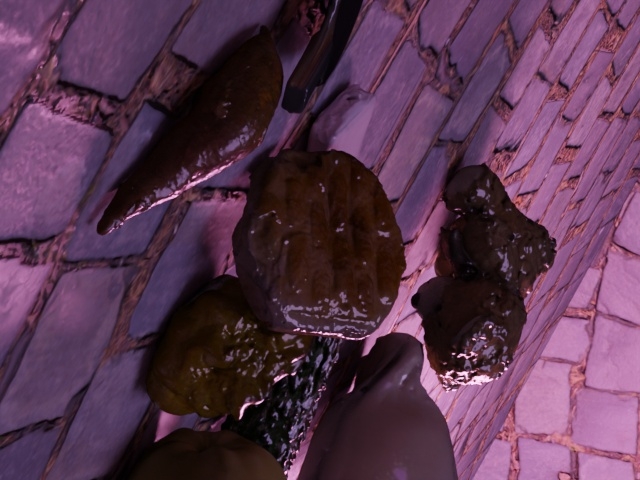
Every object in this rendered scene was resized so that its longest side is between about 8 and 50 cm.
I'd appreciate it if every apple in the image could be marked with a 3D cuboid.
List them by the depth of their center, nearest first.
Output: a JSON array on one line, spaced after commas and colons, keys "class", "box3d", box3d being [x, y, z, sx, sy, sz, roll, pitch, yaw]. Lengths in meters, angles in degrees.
[{"class": "apple", "box3d": [-0.115, 0.279, 1.747, 0.200, 0.200, 0.200, -53, 164, -23]}]

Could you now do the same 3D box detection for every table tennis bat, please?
[{"class": "table tennis bat", "box3d": [0.010, -0.176, 1.486, 0.220, 0.019, 0.130, -65, 172, -48]}]

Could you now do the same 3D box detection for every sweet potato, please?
[{"class": "sweet potato", "box3d": [-0.085, -0.076, 1.384, 0.226, 0.068, 0.068, -52, 163, -23]}]

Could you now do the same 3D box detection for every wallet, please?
[{"class": "wallet", "box3d": [0.008, -0.068, 1.753, 0.095, 0.033, 0.190, -48, 162, -41]}]

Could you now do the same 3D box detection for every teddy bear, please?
[{"class": "teddy bear", "box3d": [0.199, 0.067, 2.318, 0.267, 0.156, 0.256, 91, 20, -63]}]

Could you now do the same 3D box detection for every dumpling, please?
[{"class": "dumpling", "box3d": [0.053, 0.313, 2.313, 0.315, 0.233, 0.395, 168, -73, -69]}]

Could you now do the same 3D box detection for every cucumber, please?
[{"class": "cucumber", "box3d": [-0.058, 0.189, 1.940, 0.359, 0.096, 0.096, -66, 164, 15]}]

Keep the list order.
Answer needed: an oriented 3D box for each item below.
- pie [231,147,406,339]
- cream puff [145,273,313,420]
[{"class": "pie", "box3d": [0.000, 0.000, 1.636, 0.046, 0.195, 0.195, -12, -154, 45]}, {"class": "cream puff", "box3d": [-0.080, 0.108, 1.656, 0.146, 0.116, 0.146, -57, 166, -22]}]
